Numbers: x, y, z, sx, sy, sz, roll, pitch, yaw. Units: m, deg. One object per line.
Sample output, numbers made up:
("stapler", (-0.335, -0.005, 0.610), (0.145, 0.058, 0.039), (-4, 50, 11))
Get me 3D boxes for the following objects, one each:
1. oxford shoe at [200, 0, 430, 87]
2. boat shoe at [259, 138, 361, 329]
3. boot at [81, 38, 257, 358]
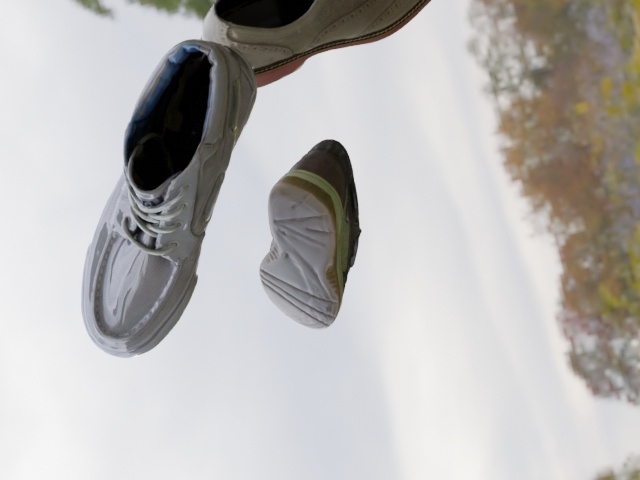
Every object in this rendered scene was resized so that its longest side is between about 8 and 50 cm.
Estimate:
("oxford shoe", (0.023, -0.287, 1.643), (0.123, 0.348, 0.130), (52, 164, 14))
("boat shoe", (0.000, 0.000, 0.825), (0.049, 0.056, 0.152), (-54, -12, -27))
("boot", (-0.128, -0.031, 1.101), (0.123, 0.095, 0.258), (-1, -69, -81))
